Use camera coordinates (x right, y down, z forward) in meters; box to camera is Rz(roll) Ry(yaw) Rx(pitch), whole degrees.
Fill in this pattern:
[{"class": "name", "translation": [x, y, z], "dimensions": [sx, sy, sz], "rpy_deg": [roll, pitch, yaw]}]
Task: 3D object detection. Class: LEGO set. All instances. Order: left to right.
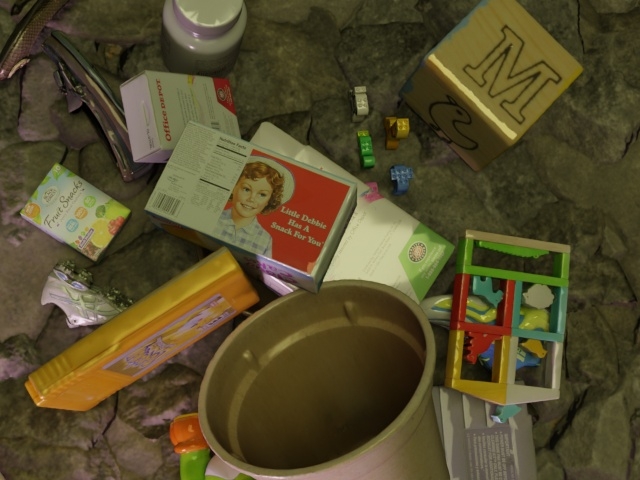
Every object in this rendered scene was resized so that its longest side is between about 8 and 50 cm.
[{"class": "LEGO set", "translation": [0.107, -0.155, 1.655], "dimensions": [0.087, 0.093, 0.227], "rpy_deg": [-5, 81, -11]}]

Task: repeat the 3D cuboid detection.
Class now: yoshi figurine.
[{"class": "yoshi figurine", "translation": [-0.114, 0.435, 1.503], "dimensions": [0.203, 0.203, 0.362], "rpy_deg": [9, 58, -48]}]

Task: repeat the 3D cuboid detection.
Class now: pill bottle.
[{"class": "pill bottle", "translation": [-0.182, -0.340, 1.566], "dimensions": [0.131, 0.229, 0.131], "rpy_deg": [2, 80, -10]}]

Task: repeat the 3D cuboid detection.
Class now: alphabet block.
[{"class": "alphabet block", "translation": [0.277, -0.263, 1.656], "dimensions": [0.197, 0.192, 0.193], "rpy_deg": [45, 78, 1]}]

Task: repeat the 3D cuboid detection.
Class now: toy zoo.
[{"class": "toy zoo", "translation": [0.296, 0.140, 1.584], "dimensions": [0.192, 0.030, 0.293], "rpy_deg": [9, 83, -17]}]

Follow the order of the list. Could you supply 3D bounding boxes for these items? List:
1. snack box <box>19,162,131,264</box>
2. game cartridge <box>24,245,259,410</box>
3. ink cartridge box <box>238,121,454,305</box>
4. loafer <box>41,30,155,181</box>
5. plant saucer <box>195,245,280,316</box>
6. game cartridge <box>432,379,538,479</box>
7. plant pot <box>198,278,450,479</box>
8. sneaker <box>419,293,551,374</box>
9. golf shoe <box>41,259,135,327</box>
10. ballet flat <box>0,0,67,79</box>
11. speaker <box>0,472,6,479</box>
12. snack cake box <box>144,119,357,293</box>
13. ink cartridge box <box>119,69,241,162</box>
[{"class": "snack box", "translation": [-0.384, -0.042, 1.578], "dimensions": [0.141, 0.037, 0.100], "rpy_deg": [33, 76, -3]}, {"class": "game cartridge", "translation": [-0.241, 0.137, 1.424], "dimensions": [0.323, 0.285, 0.053], "rpy_deg": [-35, 80, -5]}, {"class": "ink cartridge box", "translation": [0.000, 0.000, 1.556], "dimensions": [0.353, 0.119, 0.207], "rpy_deg": [35, 78, -3]}, {"class": "loafer", "translation": [-0.359, -0.211, 1.586], "dimensions": [0.084, 0.096, 0.267], "rpy_deg": [-42, 91, -8]}, {"class": "plant saucer", "translation": [-0.065, -0.002, 1.627], "dimensions": [0.277, 0.041, 0.278], "rpy_deg": [2, 81, -10]}, {"class": "game cartridge", "translation": [0.238, 0.407, 1.601], "dimensions": [0.230, 0.068, 0.355], "rpy_deg": [-1, 80, -14]}, {"class": "plant pot", "translation": [0.042, 0.277, 1.414], "dimensions": [0.333, 0.334, 0.306], "rpy_deg": [-37, 129, -14]}, {"class": "sneaker", "translation": [0.265, 0.158, 1.631], "dimensions": [0.240, 0.091, 0.126], "rpy_deg": [6, 80, -10]}, {"class": "golf shoe", "translation": [-0.351, 0.107, 1.556], "dimensions": [0.176, 0.069, 0.086], "rpy_deg": [33, 97, 0]}, {"class": "ballet flat", "translation": [-0.442, -0.354, 1.609], "dimensions": [0.058, 0.084, 0.250], "rpy_deg": [37, 71, -27]}, {"class": "speaker", "translation": [-0.461, 0.410, 1.479], "dimensions": [0.055, 0.055, 0.136], "rpy_deg": [-34, 88, -14]}, {"class": "snack cake box", "translation": [-0.096, -0.049, 1.426], "dimensions": [0.264, 0.089, 0.152], "rpy_deg": [22, 74, 10]}, {"class": "ink cartridge box", "translation": [-0.217, -0.191, 1.570], "dimensions": [0.175, 0.072, 0.128], "rpy_deg": [-3, 79, -48]}]
